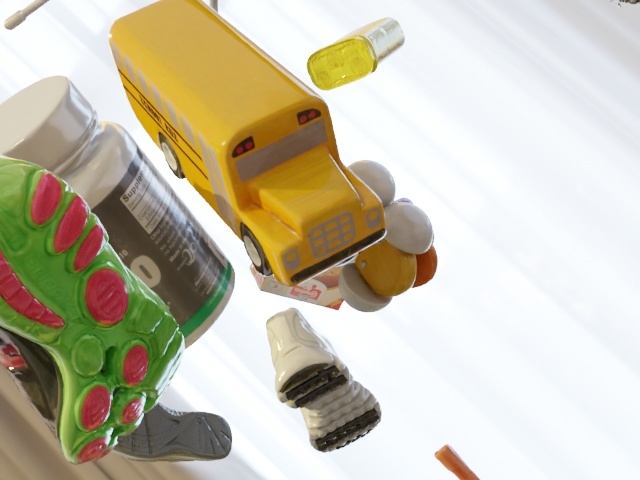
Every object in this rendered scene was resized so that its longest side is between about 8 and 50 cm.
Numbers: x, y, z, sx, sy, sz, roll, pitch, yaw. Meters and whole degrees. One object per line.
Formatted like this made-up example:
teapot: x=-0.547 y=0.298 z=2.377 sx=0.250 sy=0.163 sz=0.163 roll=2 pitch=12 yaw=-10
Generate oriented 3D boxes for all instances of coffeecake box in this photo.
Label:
coffeecake box: x=0.000 y=0.000 z=1.582 sx=0.142 sy=0.068 sz=0.186 roll=16 pitch=-65 yaw=-29

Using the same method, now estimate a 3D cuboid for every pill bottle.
pill bottle: x=-0.286 y=-0.024 z=1.386 sx=0.204 sy=0.361 sz=0.204 roll=-25 pitch=34 yaw=18

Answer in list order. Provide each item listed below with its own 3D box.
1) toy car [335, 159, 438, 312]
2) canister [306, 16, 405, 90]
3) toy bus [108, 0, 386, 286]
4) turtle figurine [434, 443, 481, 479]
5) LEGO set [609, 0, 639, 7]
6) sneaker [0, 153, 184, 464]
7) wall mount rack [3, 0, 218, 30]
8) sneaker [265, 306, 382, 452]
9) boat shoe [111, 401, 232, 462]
toy car: x=0.079 y=-0.010 z=1.362 sx=0.136 sy=0.182 sz=0.159 roll=-13 pitch=-35 yaw=-45
canister: x=0.066 y=-0.330 z=1.860 sx=0.126 sy=0.073 sz=0.170 roll=-16 pitch=16 yaw=32
toy bus: x=-0.074 y=-0.100 z=0.957 sx=0.108 sy=0.333 sz=0.130 roll=-26 pitch=-48 yaw=-17
turtle figurine: x=0.083 y=0.255 z=0.536 sx=0.087 sy=0.270 sz=0.217 roll=-16 pitch=3 yaw=11
LEGO set: x=0.388 y=-0.321 z=1.372 sx=0.023 sy=0.083 sz=0.054 roll=-88 pitch=-10 yaw=-48
sneaker: x=-0.283 y=0.063 z=1.102 sx=0.185 sy=0.202 sz=0.483 roll=-42 pitch=-34 yaw=-24
wall mount rack: x=-0.287 y=-0.403 z=1.530 sx=0.350 sy=0.304 sz=0.131 roll=-86 pitch=1 yaw=-46
sneaker: x=0.002 y=0.187 z=1.398 sx=0.110 sy=0.118 sz=0.292 roll=-28 pitch=-36 yaw=-3
boat shoe: x=-0.306 y=0.345 z=1.904 sx=0.320 sy=0.118 sz=0.103 roll=16 pitch=-31 yaw=-41
